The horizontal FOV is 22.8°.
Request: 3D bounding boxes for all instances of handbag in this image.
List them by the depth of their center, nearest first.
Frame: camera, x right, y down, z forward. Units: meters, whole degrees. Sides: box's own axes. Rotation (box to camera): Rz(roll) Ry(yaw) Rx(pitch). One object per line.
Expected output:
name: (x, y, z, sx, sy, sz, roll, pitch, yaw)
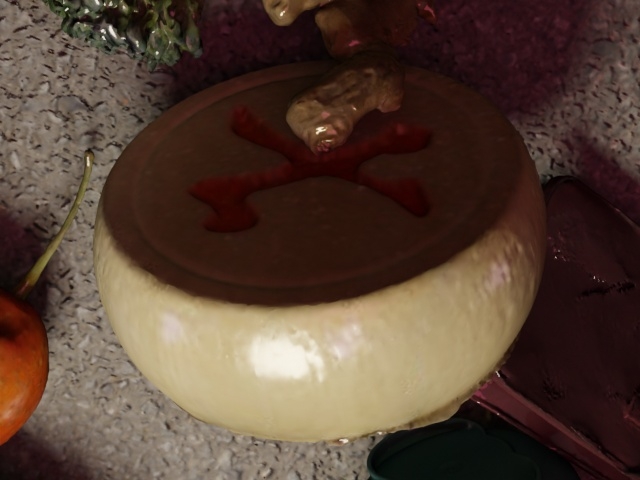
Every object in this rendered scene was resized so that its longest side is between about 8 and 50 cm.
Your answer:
handbag: (0.224, 0.077, 1.333, 0.216, 0.074, 0.203, 33, 66, -18)

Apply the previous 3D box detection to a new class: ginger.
ginger: (0.019, -0.174, 1.220, 0.149, 0.065, 0.259, 27, 59, 4)

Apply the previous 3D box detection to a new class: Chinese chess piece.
Chinese chess piece: (0.000, 0.000, 1.190, 0.338, 0.338, 0.140, -10, 127, -3)

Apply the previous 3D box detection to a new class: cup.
cup: (0.155, 0.310, 1.332, 0.219, 0.289, 0.258, -23, 110, -16)

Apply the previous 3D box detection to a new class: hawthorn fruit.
hawthorn fruit: (-0.262, 0.056, 1.293, 0.285, 0.165, 0.165, -44, 108, -9)

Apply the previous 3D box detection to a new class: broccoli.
broccoli: (-0.112, -0.283, 1.180, 0.165, 0.145, 0.304, 24, 104, -13)
